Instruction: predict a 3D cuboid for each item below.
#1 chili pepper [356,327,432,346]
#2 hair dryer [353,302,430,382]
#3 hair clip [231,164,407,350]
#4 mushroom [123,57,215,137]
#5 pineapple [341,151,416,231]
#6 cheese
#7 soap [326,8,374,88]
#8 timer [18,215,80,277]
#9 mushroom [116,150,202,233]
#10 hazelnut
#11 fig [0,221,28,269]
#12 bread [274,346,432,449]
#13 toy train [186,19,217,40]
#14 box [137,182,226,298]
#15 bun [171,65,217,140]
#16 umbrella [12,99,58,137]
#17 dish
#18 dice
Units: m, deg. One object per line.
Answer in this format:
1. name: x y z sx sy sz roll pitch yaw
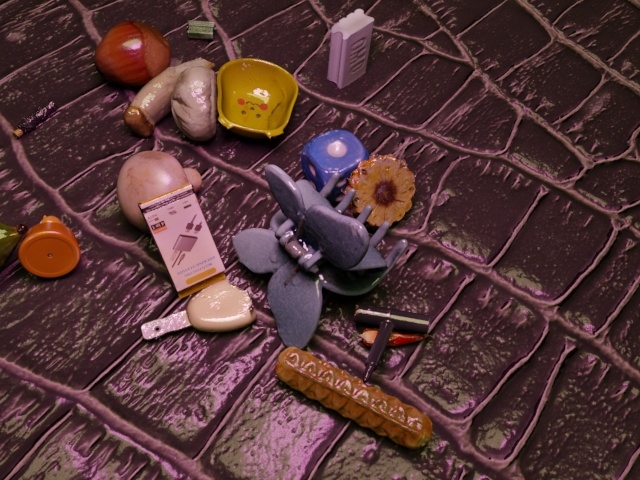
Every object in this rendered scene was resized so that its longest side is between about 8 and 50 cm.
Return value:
1. chili pepper: 0.169 0.223 1.463 0.178 0.027 0.045 -2 45 -6
2. hair dryer: 0.151 0.234 1.404 0.173 0.050 0.195 7 49 6
3. hair clip: 0.000 0.000 1.450 0.238 0.392 0.318 -20 58 -44
4. mushroom: -0.416 -0.415 1.751 0.087 0.107 0.333 26 61 21
5. pineapple: 0.157 -0.117 1.582 0.221 0.221 0.047 -25 25 -18
6. cheese: -0.280 0.167 1.448 0.255 0.050 0.127 -16 62 -14
7. soap: 0.084 -0.545 1.816 0.066 0.198 0.119 41 65 20
8. timer: -0.638 -0.006 1.500 0.132 0.132 0.152 -14 38 -12
9. mushroom: -0.398 -0.117 1.551 0.206 0.209 0.206 0 91 7
10. hazelnut: -0.518 -0.507 1.768 0.186 0.210 0.210 29 59 -14
11. fig: -0.761 0.015 1.402 0.235 0.203 0.203 -1 58 14
12. bread: 0.069 0.337 1.361 0.367 0.077 0.084 26 59 10
13. toy train: -0.362 -0.637 1.929 0.093 0.038 0.056 4 65 -3
14. box: -0.311 0.004 1.462 0.129 0.033 0.247 -26 108 -18
15. bun: -0.332 -0.363 1.673 0.118 0.195 0.195 4 59 -7
16. umbrella: -0.771 -0.328 1.710 0.040 0.037 0.144 36 59 1
17. dish: -0.181 -0.364 1.734 0.221 0.108 0.262 9 60 -8
18. dice: 0.039 -0.187 1.631 0.146 0.146 0.143 -26 63 -17
